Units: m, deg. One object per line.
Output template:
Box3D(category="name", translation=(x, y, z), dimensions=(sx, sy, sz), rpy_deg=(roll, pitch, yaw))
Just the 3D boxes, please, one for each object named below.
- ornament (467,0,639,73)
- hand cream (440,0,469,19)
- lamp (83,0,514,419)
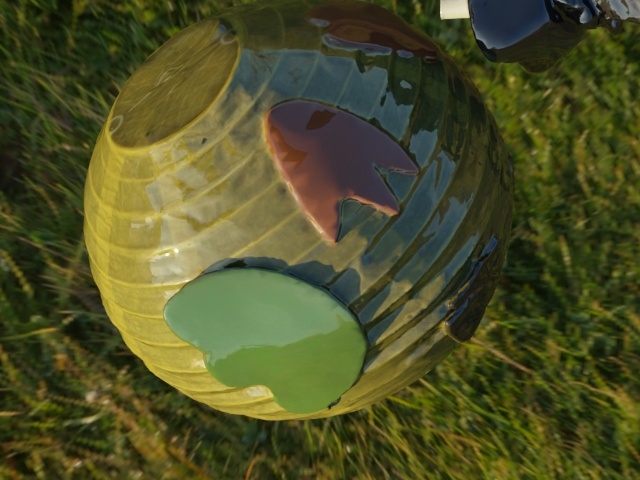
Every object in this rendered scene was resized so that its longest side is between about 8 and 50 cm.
Box3D(category="ornament", translation=(0.189, -0.221, 0.714), dimensions=(0.260, 0.106, 0.251), rpy_deg=(-9, 88, 32))
Box3D(category="hand cream", translation=(0.213, -0.224, 1.278), dimensions=(0.216, 0.052, 0.038), rpy_deg=(-7, 119, 13))
Box3D(category="lamp", translation=(0.000, 0.000, 0.821), dimensions=(0.250, 0.250, 0.284), rpy_deg=(-43, 125, -3))
